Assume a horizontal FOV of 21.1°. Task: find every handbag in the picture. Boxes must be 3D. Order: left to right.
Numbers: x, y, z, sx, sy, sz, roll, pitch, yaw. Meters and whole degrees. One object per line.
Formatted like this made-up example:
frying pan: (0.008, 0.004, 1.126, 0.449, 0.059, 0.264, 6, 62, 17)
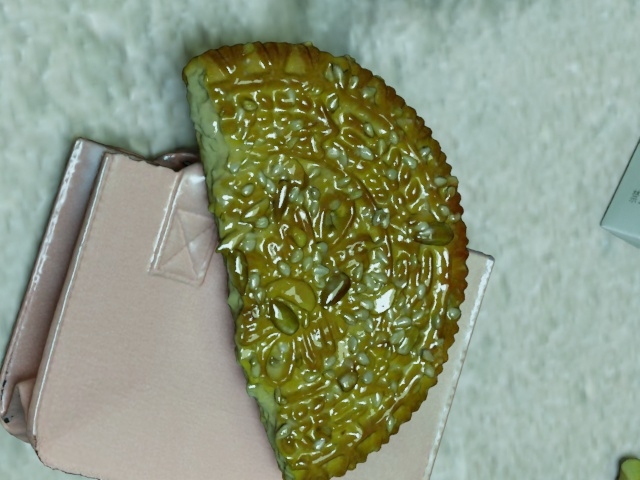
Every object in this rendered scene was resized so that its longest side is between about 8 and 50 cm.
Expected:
handbag: (-0.032, 0.045, 0.808, 0.212, 0.059, 0.157, 14, 95, -28)

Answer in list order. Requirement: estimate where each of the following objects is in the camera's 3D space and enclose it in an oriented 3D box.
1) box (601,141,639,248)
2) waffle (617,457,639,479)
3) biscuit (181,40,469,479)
box: (0.216, -0.059, 0.882, 0.048, 0.100, 0.152, 29, 87, -30)
waffle: (0.205, 0.239, 0.960, 0.249, 0.056, 0.253, 33, 83, -26)
biscuit: (0.011, 0.004, 0.773, 0.126, 0.025, 0.206, -19, 106, -22)
